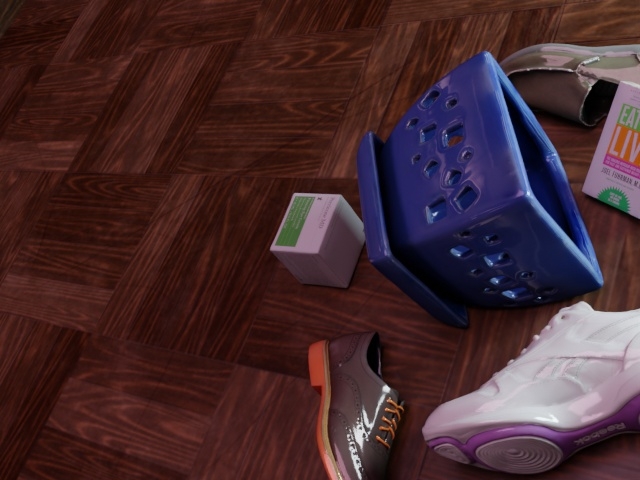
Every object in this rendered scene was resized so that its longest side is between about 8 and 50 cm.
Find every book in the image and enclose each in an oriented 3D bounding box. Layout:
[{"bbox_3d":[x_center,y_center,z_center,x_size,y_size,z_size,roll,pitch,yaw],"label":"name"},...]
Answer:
[{"bbox_3d":[0.381,-0.108,0.912,0.096,0.035,0.144,36,124,45],"label":"book"}]

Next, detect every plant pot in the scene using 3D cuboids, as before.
[{"bbox_3d":[0.179,-0.042,0.924,0.212,0.236,0.236,-27,48,25],"label":"plant pot"}]

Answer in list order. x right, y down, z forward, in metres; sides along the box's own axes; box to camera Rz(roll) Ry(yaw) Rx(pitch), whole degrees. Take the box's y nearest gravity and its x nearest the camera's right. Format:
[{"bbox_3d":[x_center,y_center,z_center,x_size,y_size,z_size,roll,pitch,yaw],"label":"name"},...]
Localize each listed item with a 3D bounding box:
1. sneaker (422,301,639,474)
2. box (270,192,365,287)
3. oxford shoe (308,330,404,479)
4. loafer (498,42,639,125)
[{"bbox_3d":[0.256,0.156,0.823,0.305,0.114,0.152,-19,41,11],"label":"sneaker"},{"bbox_3d":[0.000,0.000,1.093,0.087,0.102,0.101,4,61,33],"label":"box"},{"bbox_3d":[0.053,0.221,0.908,0.098,0.097,0.271,-22,49,11],"label":"oxford shoe"},{"bbox_3d":[0.343,-0.206,1.018,0.251,0.094,0.087,1,55,34],"label":"loafer"}]
